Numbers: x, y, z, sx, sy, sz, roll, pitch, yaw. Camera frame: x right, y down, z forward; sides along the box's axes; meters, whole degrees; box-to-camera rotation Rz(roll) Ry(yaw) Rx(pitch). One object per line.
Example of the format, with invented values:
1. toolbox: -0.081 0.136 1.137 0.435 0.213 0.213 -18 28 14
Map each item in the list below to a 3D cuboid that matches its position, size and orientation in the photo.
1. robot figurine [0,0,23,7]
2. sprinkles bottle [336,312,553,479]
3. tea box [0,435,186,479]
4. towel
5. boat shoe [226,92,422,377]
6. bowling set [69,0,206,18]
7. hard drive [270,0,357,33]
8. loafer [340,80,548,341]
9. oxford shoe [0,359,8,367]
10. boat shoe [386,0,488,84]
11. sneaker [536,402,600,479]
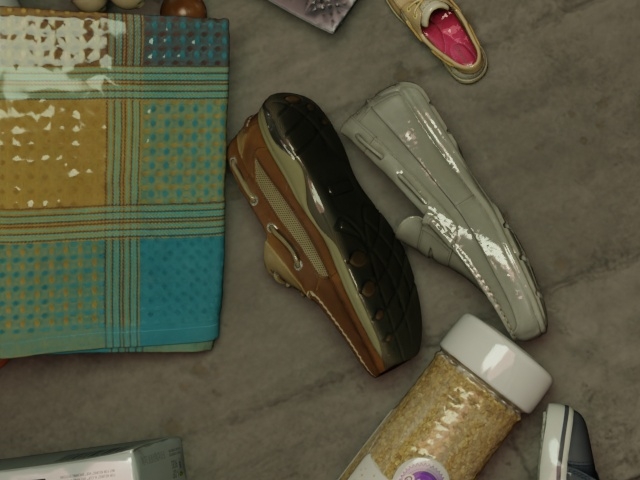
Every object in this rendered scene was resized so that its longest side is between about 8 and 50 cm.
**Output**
1. robot figurine: -0.455 -0.284 1.390 0.300 0.199 0.354 -31 82 32
2. sprinkles bottle: 0.095 0.249 1.323 0.121 0.121 0.355 37 90 8
3. tea box: -0.306 0.389 1.302 0.328 0.220 0.324 -9 84 5
4. towel: -0.234 -0.059 1.346 0.271 0.040 0.370 0 98 -17
5. boat shoe: 0.000 0.000 1.369 0.120 0.122 0.324 -32 78 33
6. bowling set: -0.210 -0.295 1.364 0.154 0.287 0.200 -35 110 -27
7. hard drive: -0.043 -0.361 1.426 0.254 0.054 0.172 34 89 8
8. loafer: 0.136 -0.022 1.355 0.111 0.112 0.319 -32 75 7
9. oxford shoe: -0.334 0.041 1.397 0.097 0.098 0.271 34 89 8
10. boat shoe: 0.128 -0.252 1.395 0.063 0.059 0.170 -41 82 1
11. sneaker: 0.281 0.329 1.296 0.127 0.126 0.321 2 96 11
